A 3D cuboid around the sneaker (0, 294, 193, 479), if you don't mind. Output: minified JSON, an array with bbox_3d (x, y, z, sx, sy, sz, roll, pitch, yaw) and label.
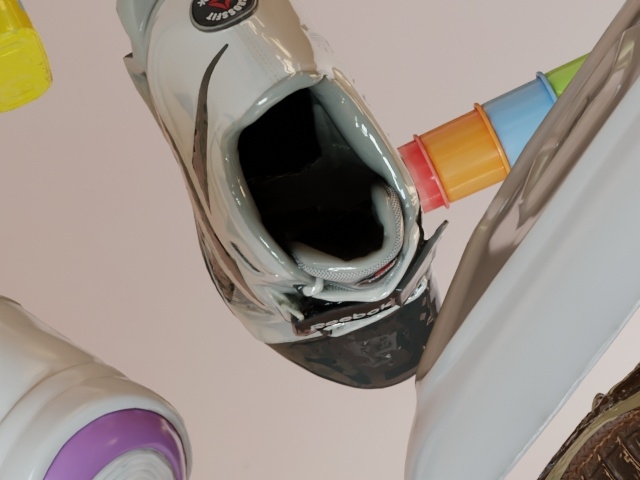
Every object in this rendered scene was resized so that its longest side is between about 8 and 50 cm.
[{"bbox_3d":[-0.124,0.121,0.852,0.152,0.114,0.305,37,150,24],"label":"sneaker"}]

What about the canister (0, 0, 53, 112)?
[{"bbox_3d":[-0.292,-0.206,1.592,0.170,0.073,0.126,62,170,22],"label":"canister"}]

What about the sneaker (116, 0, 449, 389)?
[{"bbox_3d":[0.000,0.000,0.992,0.146,0.122,0.330,53,176,45],"label":"sneaker"}]

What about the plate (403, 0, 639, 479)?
[{"bbox_3d":[0.119,-0.039,0.755,0.045,0.278,0.277,33,-153,-1],"label":"plate"}]

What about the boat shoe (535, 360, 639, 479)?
[{"bbox_3d":[0.202,0.124,1.151,0.095,0.257,0.095,-6,112,57],"label":"boat shoe"}]

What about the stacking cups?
[{"bbox_3d":[0.187,-0.095,1.687,0.096,0.316,0.096,63,-177,-7],"label":"stacking cups"}]
